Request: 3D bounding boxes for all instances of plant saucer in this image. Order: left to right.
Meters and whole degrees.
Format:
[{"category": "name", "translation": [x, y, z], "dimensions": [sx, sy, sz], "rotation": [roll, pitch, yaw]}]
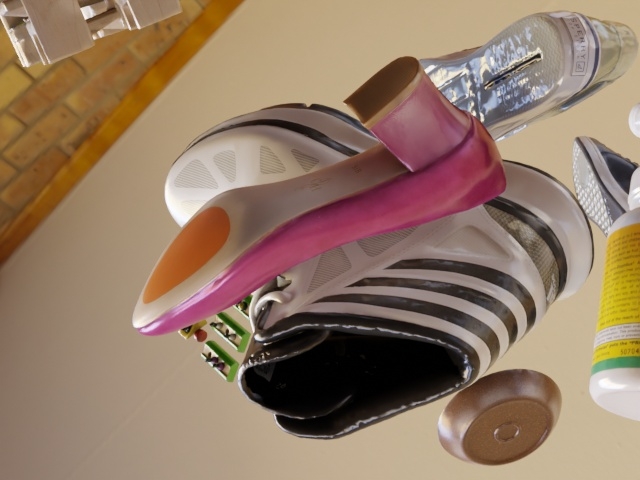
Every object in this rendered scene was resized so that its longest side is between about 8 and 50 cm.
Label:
[{"category": "plant saucer", "translation": [0.276, 0.278, 1.352], "dimensions": [0.198, 0.198, 0.036], "rotation": [-35, -146, 12]}]

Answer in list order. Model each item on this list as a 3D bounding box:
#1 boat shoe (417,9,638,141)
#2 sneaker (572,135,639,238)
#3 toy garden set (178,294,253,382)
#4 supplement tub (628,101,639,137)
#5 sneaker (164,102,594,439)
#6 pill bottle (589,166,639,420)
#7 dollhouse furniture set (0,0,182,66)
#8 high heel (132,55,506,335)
[{"category": "boat shoe", "translation": [0.162, -0.131, 0.838], "dimensions": [0.302, 0.094, 0.109], "rotation": [-10, -95, 64]}, {"category": "sneaker", "translation": [0.411, -0.063, 1.097], "dimensions": [0.163, 0.086, 0.226], "rotation": [-10, -141, -3]}, {"category": "toy garden set", "translation": [-0.208, 0.135, 1.844], "dimensions": [0.204, 0.049, 0.244], "rotation": [32, -75, 48]}, {"category": "supplement tub", "translation": [0.578, -0.204, 1.513], "dimensions": [0.071, 0.071, 0.107], "rotation": [-48, -165, -3]}, {"category": "sneaker", "translation": [-0.030, 0.011, 0.760], "dimensions": [0.447, 0.169, 0.257], "rotation": [12, -145, 38]}, {"category": "pill bottle", "translation": [0.297, 0.041, 0.755], "dimensions": [0.118, 0.117, 0.208], "rotation": [-3, -117, 37]}, {"category": "dollhouse furniture set", "translation": [-0.462, -0.380, 1.320], "dimensions": [0.394, 0.256, 0.362], "rotation": [-27, -161, -17]}, {"category": "high heel", "translation": [0.000, 0.000, 0.564], "dimensions": [0.244, 0.117, 0.082], "rotation": [-42, -146, 6]}]
